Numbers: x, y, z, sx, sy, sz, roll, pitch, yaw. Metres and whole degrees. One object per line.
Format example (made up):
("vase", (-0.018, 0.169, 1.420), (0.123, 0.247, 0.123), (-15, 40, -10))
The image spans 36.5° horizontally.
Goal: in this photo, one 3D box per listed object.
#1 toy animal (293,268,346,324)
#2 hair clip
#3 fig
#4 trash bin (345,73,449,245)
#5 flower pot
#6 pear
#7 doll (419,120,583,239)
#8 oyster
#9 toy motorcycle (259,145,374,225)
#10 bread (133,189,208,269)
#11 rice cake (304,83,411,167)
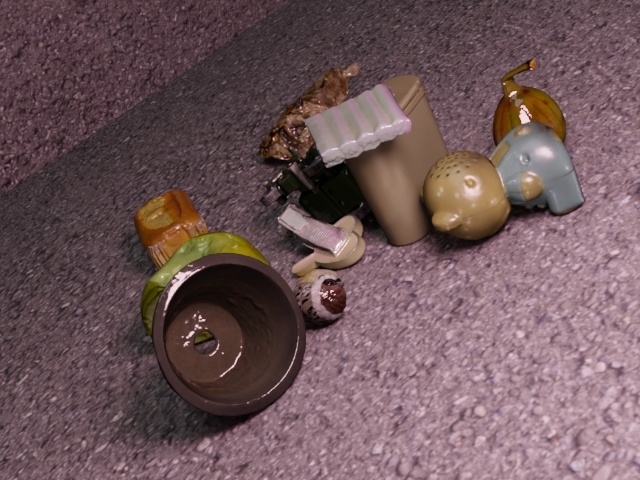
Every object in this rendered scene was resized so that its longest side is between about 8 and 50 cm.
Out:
("toy animal", (-0.011, 0.115, 1.711), (0.137, 0.098, 0.098), (-46, 26, 2))
("hair clip", (-0.001, 0.003, 1.908), (0.218, 0.071, 0.159), (24, 75, 45))
("fig", (0.382, -0.231, 1.837), (0.142, 0.186, 0.148), (-50, 20, -5))
("trash bin", (0.154, -0.152, 1.846), (0.121, 0.247, 0.243), (-5, 34, 40))
("flower pot", (-0.173, 0.167, 1.646), (0.269, 0.269, 0.166), (-43, 6, -27))
("pear", (-0.211, 0.072, 1.917), (0.292, 0.159, 0.292), (-24, 23, 11))
("doll", (0.305, -0.099, 1.696), (0.260, 0.162, 0.177), (-23, 27, 7))
("oyster", (-0.055, -0.331, 2.564), (0.204, 0.111, 0.396), (-6, 37, 45))
("toy motorcycle", (0.009, -0.108, 2.002), (0.275, 0.205, 0.127), (-28, 20, 51))
("bread", (-0.349, -0.025, 2.281), (0.152, 0.119, 0.288), (-28, 25, -6))
("rice cake", (0.062, -0.207, 1.718), (0.189, 0.037, 0.198), (-23, 28, 10))
